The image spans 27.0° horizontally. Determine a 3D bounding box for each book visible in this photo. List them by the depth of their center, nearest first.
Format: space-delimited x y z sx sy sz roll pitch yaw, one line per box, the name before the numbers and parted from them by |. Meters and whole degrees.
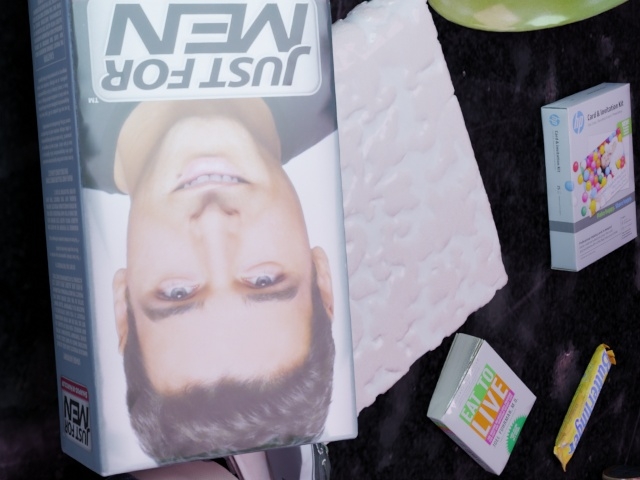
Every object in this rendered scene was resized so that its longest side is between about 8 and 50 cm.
book | 0.168 0.173 1.392 0.144 0.035 0.096 44 66 -45

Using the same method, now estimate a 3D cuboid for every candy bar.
candy bar | 0.310 0.193 1.570 0.040 0.018 0.161 53 57 -40

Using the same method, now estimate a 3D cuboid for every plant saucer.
plant saucer | 0.213 -0.270 1.239 0.241 0.241 0.037 19 57 -50

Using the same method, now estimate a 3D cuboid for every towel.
towel | 0.000 0.000 1.098 0.332 0.053 0.317 -38 125 -25

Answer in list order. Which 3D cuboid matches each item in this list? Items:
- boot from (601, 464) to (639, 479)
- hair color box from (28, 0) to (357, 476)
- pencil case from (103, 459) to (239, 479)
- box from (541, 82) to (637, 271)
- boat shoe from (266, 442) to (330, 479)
boot | 0.410 0.336 1.661 0.219 0.082 0.106 13 83 -52
hair color box | -0.089 -0.044 0.911 0.185 0.114 0.374 -5 94 -25
pencil case | -0.185 0.294 0.880 0.410 0.160 0.183 -33 89 -43
box | 0.307 -0.074 1.512 0.145 0.038 0.186 -23 111 -46
boat shoe | -0.013 0.184 1.087 0.040 0.049 0.142 -29 128 -33
